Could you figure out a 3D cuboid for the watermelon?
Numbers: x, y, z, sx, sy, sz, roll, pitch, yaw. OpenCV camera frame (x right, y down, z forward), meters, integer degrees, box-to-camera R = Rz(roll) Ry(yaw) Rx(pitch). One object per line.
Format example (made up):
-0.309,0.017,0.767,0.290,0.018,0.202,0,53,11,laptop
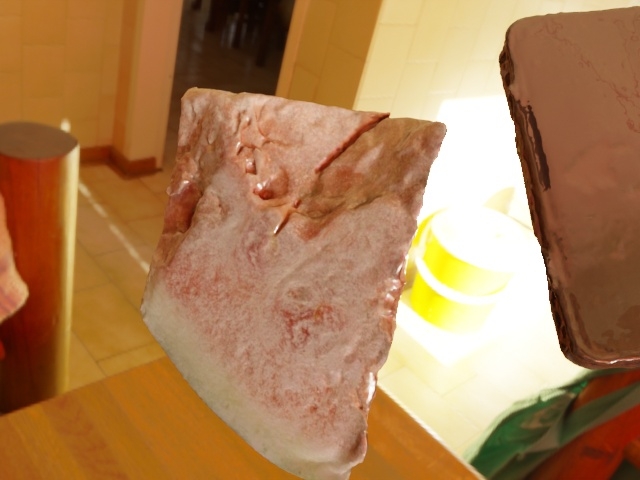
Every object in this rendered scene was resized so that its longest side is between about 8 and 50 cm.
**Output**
0.000,0.000,0.470,0.193,0.231,0.310,12,53,22,watermelon

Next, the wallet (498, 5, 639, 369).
0.249,-0.054,0.521,0.165,0.042,0.309,-8,72,4,wallet
